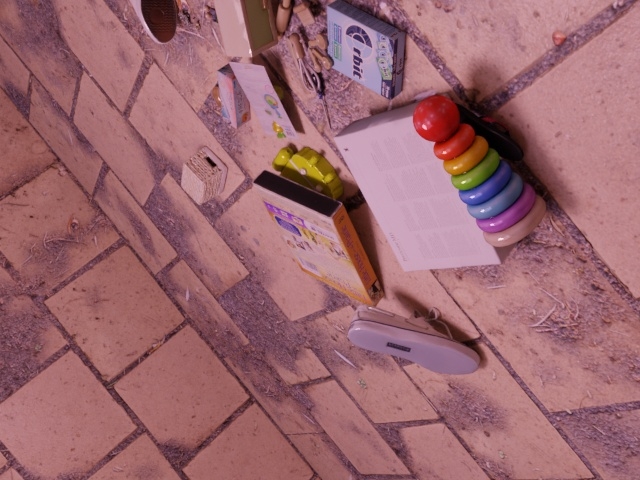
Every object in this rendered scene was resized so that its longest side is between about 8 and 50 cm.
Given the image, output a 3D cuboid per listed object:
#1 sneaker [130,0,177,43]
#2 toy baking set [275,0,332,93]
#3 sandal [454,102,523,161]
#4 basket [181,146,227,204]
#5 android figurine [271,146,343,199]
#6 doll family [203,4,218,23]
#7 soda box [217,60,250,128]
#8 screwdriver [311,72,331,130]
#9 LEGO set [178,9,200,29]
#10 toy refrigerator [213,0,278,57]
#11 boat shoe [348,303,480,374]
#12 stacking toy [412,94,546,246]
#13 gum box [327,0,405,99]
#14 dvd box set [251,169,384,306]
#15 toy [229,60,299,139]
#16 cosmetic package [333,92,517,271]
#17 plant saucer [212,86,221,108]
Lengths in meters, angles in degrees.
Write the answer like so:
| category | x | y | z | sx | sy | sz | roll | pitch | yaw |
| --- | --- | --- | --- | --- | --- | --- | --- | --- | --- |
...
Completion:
| category | x | y | z | sx | sy | sz | roll | pitch | yaw |
| --- | --- | --- | --- | --- | --- | --- | --- | --- | --- |
| sneaker | -0.481 | -0.684 | 2.091 | 0.123 | 0.106 | 0.290 | 23 | 135 | 57 |
| toy baking set | -0.048 | -0.445 | 1.765 | 0.196 | 0.030 | 0.256 | 59 | 160 | 8 |
| sandal | 0.331 | -0.221 | 1.503 | 0.179 | 0.040 | 0.067 | 37 | 160 | 5 |
| basket | -0.388 | -0.209 | 2.523 | 0.113 | 0.103 | 0.167 | 45 | 153 | 11 |
| android figurine | -0.031 | -0.155 | 2.117 | 0.248 | 0.056 | 0.273 | 50 | 154 | 0 |
| doll family | -0.226 | -0.598 | 1.833 | 0.111 | 0.076 | 0.193 | 36 | 147 | 34 |
| soda box | -0.239 | -0.401 | 2.113 | 0.063 | 0.058 | 0.183 | 36 | 149 | 25 |
| screwdriver | 0.004 | -0.336 | 1.871 | 0.024 | 0.025 | 0.170 | 27 | 144 | 37 |
| LEGO set | -0.364 | -0.602 | 2.084 | 0.083 | 0.023 | 0.054 | 25 | 143 | 40 |
| toy refrigerator | -0.178 | -0.561 | 1.724 | 0.094 | 0.102 | 0.269 | 13 | 127 | 36 |
| boat shoe | 0.266 | 0.251 | 2.107 | 0.367 | 0.156 | 0.136 | 14 | 140 | 4 |
| stacking toy | 0.297 | -0.148 | 1.497 | 0.330 | 0.141 | 0.141 | 49 | 154 | -16 |
| gum box | 0.095 | -0.407 | 1.629 | 0.184 | 0.041 | 0.157 | 36 | 149 | 27 |
| dvd box set | 0.000 | 0.000 | 2.165 | 0.308 | 0.062 | 0.420 | 26 | 156 | 38 |
| toy | -0.134 | -0.374 | 1.994 | 0.137 | 0.056 | 0.237 | 18 | 144 | 40 |
| cosmetic package | 0.231 | -0.113 | 1.694 | 0.284 | 0.097 | 0.377 | -9 | 117 | 46 |
| plant saucer | -0.280 | -0.411 | 2.207 | 0.083 | 0.015 | 0.083 | 36 | 149 | 26 |
